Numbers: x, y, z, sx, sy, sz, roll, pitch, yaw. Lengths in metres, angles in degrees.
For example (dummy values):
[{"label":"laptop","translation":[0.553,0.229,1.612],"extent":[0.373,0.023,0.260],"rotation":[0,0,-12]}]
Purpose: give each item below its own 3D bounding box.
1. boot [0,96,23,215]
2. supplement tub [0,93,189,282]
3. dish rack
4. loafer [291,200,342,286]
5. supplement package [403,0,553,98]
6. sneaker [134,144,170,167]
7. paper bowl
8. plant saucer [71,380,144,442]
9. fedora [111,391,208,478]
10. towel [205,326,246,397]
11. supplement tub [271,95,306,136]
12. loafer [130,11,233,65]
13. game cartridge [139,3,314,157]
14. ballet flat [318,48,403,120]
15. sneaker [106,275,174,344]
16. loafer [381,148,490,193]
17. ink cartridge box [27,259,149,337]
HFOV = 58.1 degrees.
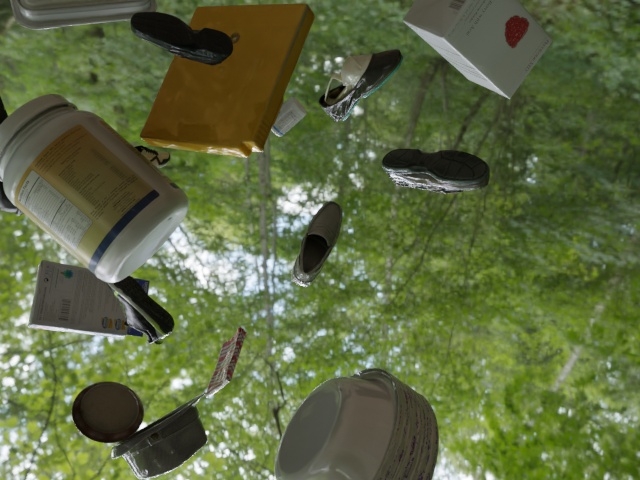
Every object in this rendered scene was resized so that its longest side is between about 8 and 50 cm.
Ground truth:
[{"label":"boot","translation":[-0.753,-0.187,1.141],"extent":[0.260,0.348,0.131],"rotation":[-23,-165,-31]},{"label":"supplement tub","translation":[-0.435,-0.099,1.088],"extent":[0.316,0.228,0.228],"rotation":[42,-141,-1]},{"label":"dish rack","translation":[-0.595,-0.654,1.417],"extent":[0.333,0.072,0.285],"rotation":[-14,-117,-21]},{"label":"loafer","translation":[0.000,0.000,1.859],"extent":[0.112,0.111,0.319],"rotation":[23,-117,-5]},{"label":"supplement package","translation":[0.383,-0.508,1.391],"extent":[0.293,0.177,0.175],"rotation":[23,-162,-38]},{"label":"sneaker","translation":[-0.369,-0.181,1.230],"extent":[0.109,0.043,0.040],"rotation":[-12,-129,-41]},{"label":"paper bowl","translation":[0.038,0.332,0.907],"extent":[0.148,0.284,0.284],"rotation":[37,-162,-14]},{"label":"plant saucer","translation":[-0.515,0.413,1.403],"extent":[0.168,0.168,0.029],"rotation":[-10,-163,-6]},{"label":"fedora","translation":[-0.391,0.518,1.487],"extent":[0.275,0.124,0.244],"rotation":[-27,175,-24]},{"label":"towel","translation":[-0.294,0.375,1.773],"extent":[0.029,0.144,0.197],"rotation":[32,-138,-17]},{"label":"supplement tub","translation":[-0.101,-0.365,1.698],"extent":[0.107,0.071,0.071],"rotation":[-39,-156,17]},{"label":"loafer","translation":[-0.236,-0.330,0.966],"extent":[0.170,0.062,0.061],"rotation":[11,156,-28]},{"label":"game cartridge","translation":[-0.186,-0.322,1.141],"extent":[0.285,0.053,0.323],"rotation":[12,-105,29]},{"label":"ballet flat","translation":[0.077,-0.368,1.348],"extent":[0.096,0.280,0.095],"rotation":[28,-120,-17]},{"label":"sneaker","translation":[-0.483,0.182,1.483],"extent":[0.097,0.234,0.084],"rotation":[-39,-165,9]},{"label":"loafer","translation":[0.267,-0.152,1.315],"extent":[0.267,0.084,0.096],"rotation":[17,-121,39]},{"label":"ink cartridge box","translation":[-0.665,0.179,1.675],"extent":[0.311,0.185,0.065],"rotation":[14,154,-32]}]
